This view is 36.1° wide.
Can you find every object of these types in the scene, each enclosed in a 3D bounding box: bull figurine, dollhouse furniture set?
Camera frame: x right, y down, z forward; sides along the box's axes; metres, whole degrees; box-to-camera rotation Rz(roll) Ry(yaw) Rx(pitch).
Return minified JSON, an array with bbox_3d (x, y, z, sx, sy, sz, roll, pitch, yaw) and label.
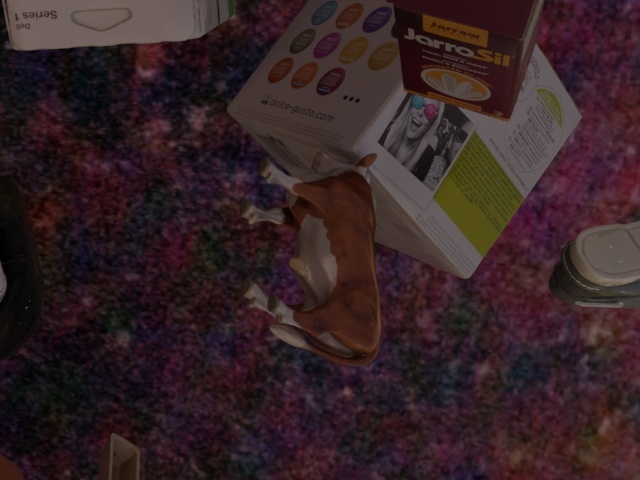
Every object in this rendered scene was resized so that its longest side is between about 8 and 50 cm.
[{"bbox_3d":[0.000,0.000,1.197,0.188,0.101,0.310,12,55,-31],"label":"bull figurine"},{"bbox_3d":[-0.145,0.175,0.725,0.091,0.081,0.114,43,24,-35],"label":"dollhouse furniture set"}]

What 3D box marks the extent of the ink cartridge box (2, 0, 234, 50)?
[{"bbox_3d":[-0.169,-0.226,0.863,0.219,0.160,0.093,-88,174,-74],"label":"ink cartridge box"}]

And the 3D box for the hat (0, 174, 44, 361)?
[{"bbox_3d":[-0.592,0.043,1.595,0.331,0.133,0.331,-6,90,-73],"label":"hat"}]

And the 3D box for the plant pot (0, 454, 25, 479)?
[{"bbox_3d":[-0.449,0.387,1.193,0.290,0.203,0.291,-10,122,-16],"label":"plant pot"}]

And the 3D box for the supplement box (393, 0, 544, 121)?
[{"bbox_3d":[0.124,-0.176,0.811,0.188,0.104,0.081,57,52,-76],"label":"supplement box"}]

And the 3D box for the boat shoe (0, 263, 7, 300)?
[{"bbox_3d":[-0.550,0.024,1.313,0.084,0.258,0.095,105,-11,-46],"label":"boat shoe"}]

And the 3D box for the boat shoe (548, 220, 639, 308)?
[{"bbox_3d":[0.449,0.036,1.341,0.319,0.116,0.099,-2,146,-28],"label":"boat shoe"}]

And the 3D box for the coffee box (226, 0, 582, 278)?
[{"bbox_3d":[0.132,-0.202,1.531,0.334,0.337,0.338,-54,129,-9],"label":"coffee box"}]
